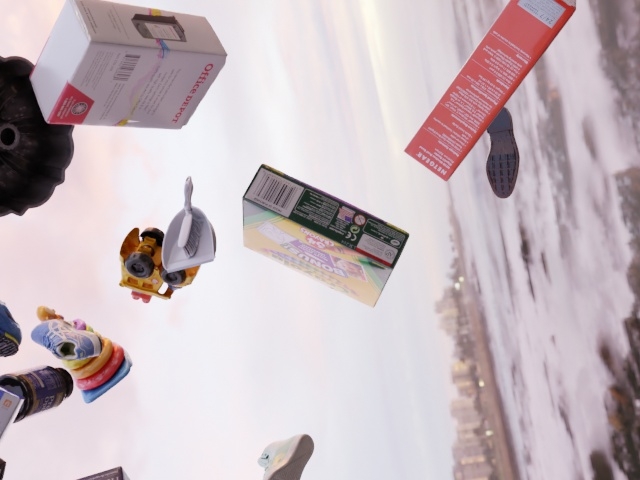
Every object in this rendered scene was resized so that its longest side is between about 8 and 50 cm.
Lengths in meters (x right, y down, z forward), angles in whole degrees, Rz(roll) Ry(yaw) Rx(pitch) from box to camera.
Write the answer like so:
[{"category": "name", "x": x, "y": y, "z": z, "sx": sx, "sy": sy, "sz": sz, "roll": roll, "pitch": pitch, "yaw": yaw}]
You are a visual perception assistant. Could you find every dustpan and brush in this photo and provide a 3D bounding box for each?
[{"category": "dustpan and brush", "x": -0.294, "y": -0.045, "z": 1.886, "sx": 0.060, "sy": 0.147, "sz": 0.211, "roll": 41, "pitch": -136, "yaw": -46}]

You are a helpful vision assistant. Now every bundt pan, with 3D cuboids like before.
[{"category": "bundt pan", "x": -0.674, "y": -0.216, "z": 1.723, "sx": 0.331, "sy": 0.124, "sz": 0.331, "roll": -17, "pitch": -68, "yaw": -52}]

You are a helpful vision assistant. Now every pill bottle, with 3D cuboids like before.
[{"category": "pill bottle", "x": -0.716, "y": 0.377, "z": 2.107, "sx": 0.219, "sy": 0.123, "sz": 0.123, "roll": 0, "pitch": -100, "yaw": -74}]

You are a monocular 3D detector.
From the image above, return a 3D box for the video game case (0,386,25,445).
[{"category": "video game case", "x": -0.834, "y": 0.402, "z": 1.851, "sx": 0.244, "sy": 0.269, "sz": 0.061, "roll": -65, "pitch": 3, "yaw": -12}]

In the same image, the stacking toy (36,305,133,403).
[{"category": "stacking toy", "x": -0.667, "y": 0.279, "z": 2.296, "sx": 0.302, "sy": 0.166, "sz": 0.175, "roll": 56, "pitch": 172, "yaw": -30}]

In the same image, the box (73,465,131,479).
[{"category": "box", "x": -0.568, "y": 0.664, "z": 1.970, "sx": 0.103, "sy": 0.261, "sz": 0.184, "roll": 82, "pitch": 169, "yaw": -53}]

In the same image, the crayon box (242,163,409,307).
[{"category": "crayon box", "x": 0.000, "y": 0.000, "z": 1.949, "sx": 0.106, "sy": 0.363, "sz": 0.313, "roll": -62, "pitch": -6, "yaw": -21}]

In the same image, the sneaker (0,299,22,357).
[{"category": "sneaker", "x": -0.624, "y": 0.128, "z": 1.546, "sx": 0.082, "sy": 0.069, "sz": 0.209, "roll": -101, "pitch": -14, "yaw": -45}]

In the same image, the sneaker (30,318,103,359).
[{"category": "sneaker", "x": -0.648, "y": 0.250, "z": 2.101, "sx": 0.081, "sy": 0.211, "sz": 0.080, "roll": -24, "pitch": -63, "yaw": -60}]

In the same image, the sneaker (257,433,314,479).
[{"category": "sneaker", "x": -0.129, "y": 0.642, "z": 2.306, "sx": 0.094, "sy": 0.151, "sz": 0.256, "roll": 55, "pitch": -137, "yaw": -14}]

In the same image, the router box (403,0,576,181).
[{"category": "router box", "x": 0.274, "y": -0.269, "z": 1.323, "sx": 0.082, "sy": 0.301, "sz": 0.335, "roll": 36, "pitch": -155, "yaw": 3}]

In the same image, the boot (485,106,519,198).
[{"category": "boot", "x": 0.437, "y": -0.213, "z": 1.991, "sx": 0.106, "sy": 0.082, "sz": 0.219, "roll": -27, "pitch": -66, "yaw": -64}]

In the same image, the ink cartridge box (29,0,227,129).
[{"category": "ink cartridge box", "x": -0.372, "y": -0.336, "z": 1.639, "sx": 0.306, "sy": 0.226, "sz": 0.131, "roll": -5, "pitch": -122, "yaw": -45}]

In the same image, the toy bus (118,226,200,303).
[{"category": "toy bus", "x": -0.453, "y": 0.095, "z": 2.359, "sx": 0.149, "sy": 0.220, "sz": 0.211, "roll": -75, "pitch": 2, "yaw": -53}]

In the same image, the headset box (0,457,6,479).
[{"category": "headset box", "x": -0.751, "y": 0.418, "z": 1.472, "sx": 0.246, "sy": 0.283, "sz": 0.131, "roll": -39, "pitch": -23, "yaw": -58}]
